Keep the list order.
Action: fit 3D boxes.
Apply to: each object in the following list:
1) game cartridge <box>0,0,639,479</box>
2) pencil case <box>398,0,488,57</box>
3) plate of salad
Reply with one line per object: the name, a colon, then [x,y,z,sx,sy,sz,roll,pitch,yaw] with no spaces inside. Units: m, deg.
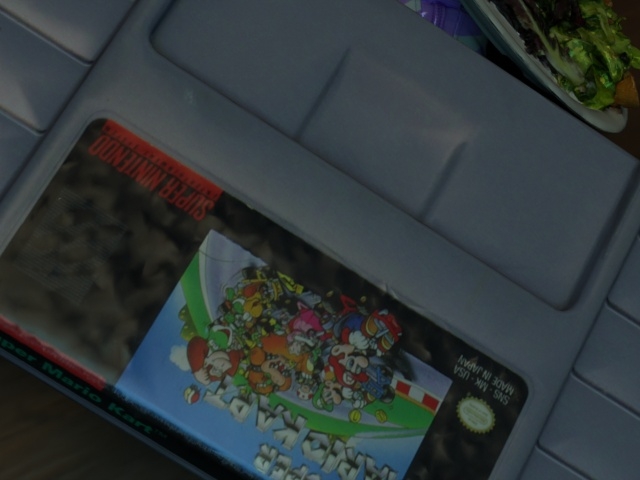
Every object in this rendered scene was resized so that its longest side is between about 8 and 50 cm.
game cartridge: [0.000,0.000,0.601,0.355,0.068,0.230,32,66,-6]
pencil case: [0.038,-0.023,0.695,0.086,0.088,0.206,7,73,-6]
plate of salad: [0.104,-0.143,0.696,0.048,0.200,0.200,-34,79,26]
